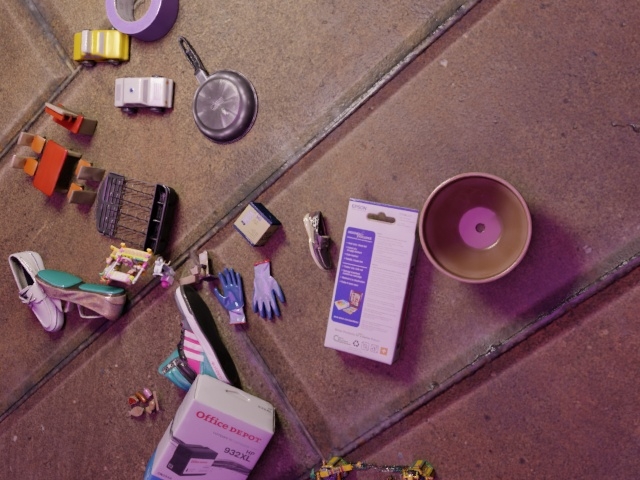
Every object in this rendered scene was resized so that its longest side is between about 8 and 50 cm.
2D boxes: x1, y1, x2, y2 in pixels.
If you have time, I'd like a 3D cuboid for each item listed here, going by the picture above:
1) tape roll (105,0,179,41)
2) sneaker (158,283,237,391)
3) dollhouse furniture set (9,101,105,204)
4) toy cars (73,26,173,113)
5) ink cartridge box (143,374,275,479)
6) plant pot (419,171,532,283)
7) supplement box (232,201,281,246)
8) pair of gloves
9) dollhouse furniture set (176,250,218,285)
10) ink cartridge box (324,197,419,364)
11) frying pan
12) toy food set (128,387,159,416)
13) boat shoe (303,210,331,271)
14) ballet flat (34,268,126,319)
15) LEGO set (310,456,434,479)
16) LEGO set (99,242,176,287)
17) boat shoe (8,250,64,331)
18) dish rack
[{"bbox_3d":[-0.490,-0.652,1.709,0.189,0.080,0.188,0,91,22],"label":"tape roll"},{"bbox_3d":[-0.361,0.281,1.663,0.179,0.124,0.295,-28,82,11],"label":"sneaker"},{"bbox_3d":[-0.765,-0.258,1.802,0.262,0.135,0.259,28,102,19],"label":"dollhouse furniture set"},{"bbox_3d":[-0.574,-0.483,1.744,0.393,0.087,0.176,47,107,15],"label":"toy cars"},{"bbox_3d":[-0.283,0.530,1.581,0.223,0.129,0.307,27,103,-12],"label":"ink cartridge box"},{"bbox_3d":[0.344,-0.028,1.364,0.238,0.110,0.237,1,93,23],"label":"plant pot"},{"bbox_3d":[-0.164,-0.041,1.602,0.083,0.056,0.083,45,106,16],"label":"supplement box"},{"bbox_3d":[-0.190,0.139,1.637,0.198,0.023,0.159,-13,85,21],"label":"pair of gloves"},{"bbox_3d":[-0.351,0.072,1.677,0.115,0.091,0.081,-18,69,25],"label":"dollhouse furniture set"},{"bbox_3d":[0.126,0.095,1.482,0.176,0.069,0.370,12,98,22],"label":"ink cartridge box"},{"bbox_3d":[-0.274,-0.418,1.647,0.198,0.053,0.325,-13,89,21],"label":"frying pan"},{"bbox_3d":[-0.504,0.461,1.778,0.122,0.019,0.077,-13,86,30],"label":"toy food set"},{"bbox_3d":[0.000,0.000,1.536,0.049,0.056,0.152,-22,83,27],"label":"boat shoe"},{"bbox_3d":[-0.709,0.167,1.811,0.316,0.108,0.106,13,103,23],"label":"ballet flat"},{"bbox_3d":[0.115,0.636,1.430,0.332,0.192,0.254,2,92,22],"label":"LEGO set"},{"bbox_3d":[-0.539,0.091,1.684,0.287,0.132,0.107,-5,45,33],"label":"LEGO set"},{"bbox_3d":[-0.863,0.155,1.878,0.096,0.088,0.267,-24,83,24],"label":"boat shoe"},{"bbox_3d":[-0.535,-0.081,1.746,0.272,0.074,0.208,17,97,22],"label":"dish rack"}]
